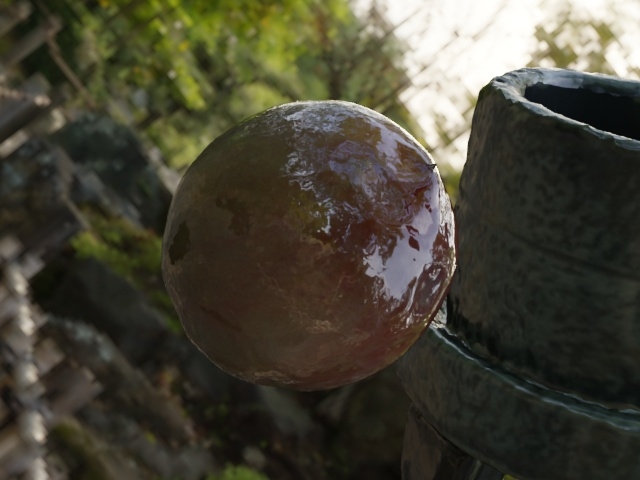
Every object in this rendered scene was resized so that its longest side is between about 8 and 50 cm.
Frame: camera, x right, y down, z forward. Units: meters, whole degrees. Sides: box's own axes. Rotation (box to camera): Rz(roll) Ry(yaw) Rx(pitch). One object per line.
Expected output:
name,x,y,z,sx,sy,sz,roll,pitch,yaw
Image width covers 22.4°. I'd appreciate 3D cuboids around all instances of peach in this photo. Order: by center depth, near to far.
peach,-0.001,0.002,0.439,0.083,0.083,0.083,52,0,0

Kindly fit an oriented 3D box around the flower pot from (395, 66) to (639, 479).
flower pot,0.206,0.059,1.006,0.299,0.282,0.299,12,15,-3
